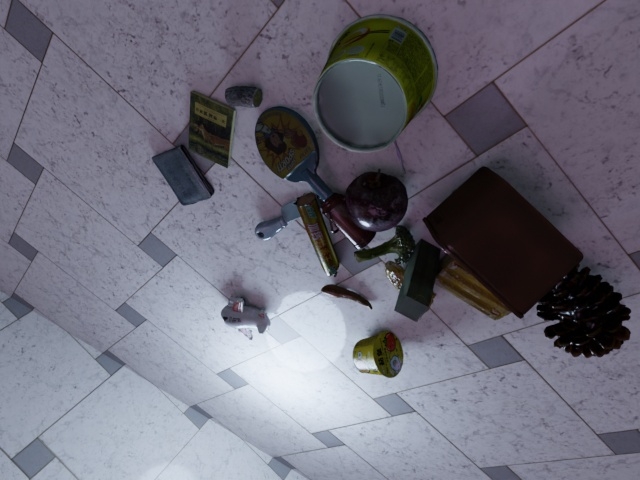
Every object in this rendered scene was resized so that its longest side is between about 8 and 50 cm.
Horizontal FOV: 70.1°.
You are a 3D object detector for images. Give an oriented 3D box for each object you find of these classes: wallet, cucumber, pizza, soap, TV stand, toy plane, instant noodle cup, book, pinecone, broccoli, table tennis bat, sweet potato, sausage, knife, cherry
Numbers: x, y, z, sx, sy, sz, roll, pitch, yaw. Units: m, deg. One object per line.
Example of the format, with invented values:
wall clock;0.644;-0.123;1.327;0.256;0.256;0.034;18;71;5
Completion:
wallet;-0.503;-0.233;1.677;0.167;0.036;0.222;-10;123;31
cucumber;-0.232;-0.430;1.363;0.111;0.064;0.064;11;132;20
pizza;0.320;0.177;1.577;0.292;0.058;0.197;48;166;-32
soap;0.523;0.134;1.485;0.274;0.089;0.173;32;132;-5
TV stand;0.311;0.121;1.444;0.082;0.270;0.088;29;135;-1
toy plane;-0.338;0.352;2.056;0.251;0.118;0.252;14;132;17
instant noodle cup;0.228;0.469;1.865;0.182;0.182;0.144;48;141;-19
book;-0.362;-0.362;1.509;0.160;0.024;0.228;25;135;6
pinecone;0.745;0.192;1.337;0.246;0.246;0.292;-32;99;41
broccoli;0.209;0.028;1.472;0.203;0.118;0.122;-19;161;-3
table tennis bat;-0.078;-0.261;1.410;0.215;0.044;0.329;-35;94;39
sweet potato;0.107;0.215;1.780;0.214;0.050;0.050;18;134;1
sausage;0.000;0.000;1.607;0.082;0.082;0.372;-1;132;25
knife;-0.115;-0.090;1.626;0.331;0.044;0.080;-28;111;33
cherry;0.173;-0.112;1.376;0.194;0.195;0.195;13;133;14
instant noodle cup;0.121;-0.373;1.138;0.310;0.222;0.312;13;132;15

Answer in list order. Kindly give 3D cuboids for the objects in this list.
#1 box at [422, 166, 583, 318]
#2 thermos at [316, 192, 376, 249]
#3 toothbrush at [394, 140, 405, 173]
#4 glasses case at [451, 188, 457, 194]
box;0.487;-0.005;1.239;0.339;0.239;0.229;39;108;-10
thermos;0.078;-0.083;1.494;0.232;0.099;0.124;46;136;-18
toothbrush;0.229;-0.253;1.337;0.011;0.013;0.132;-12;122;21
glasses case;0.405;-0.117;1.368;0.032;0.021;0.083;13;133;15
